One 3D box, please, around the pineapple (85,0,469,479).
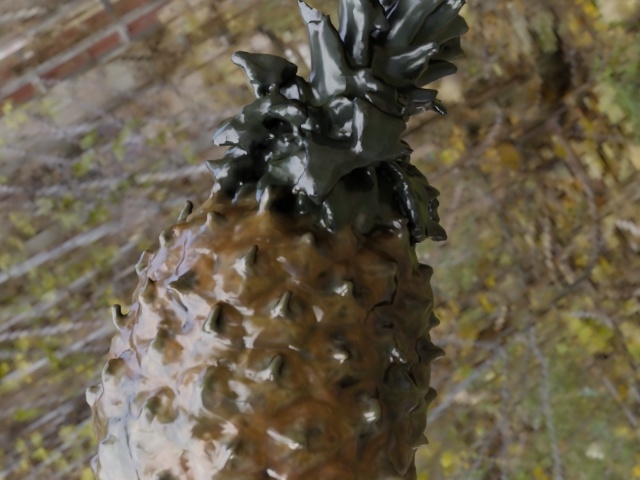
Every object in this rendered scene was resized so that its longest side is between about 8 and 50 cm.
[{"bbox_3d":[0.000,0.000,0.408,0.108,0.198,0.108,19,180,0],"label":"pineapple"}]
